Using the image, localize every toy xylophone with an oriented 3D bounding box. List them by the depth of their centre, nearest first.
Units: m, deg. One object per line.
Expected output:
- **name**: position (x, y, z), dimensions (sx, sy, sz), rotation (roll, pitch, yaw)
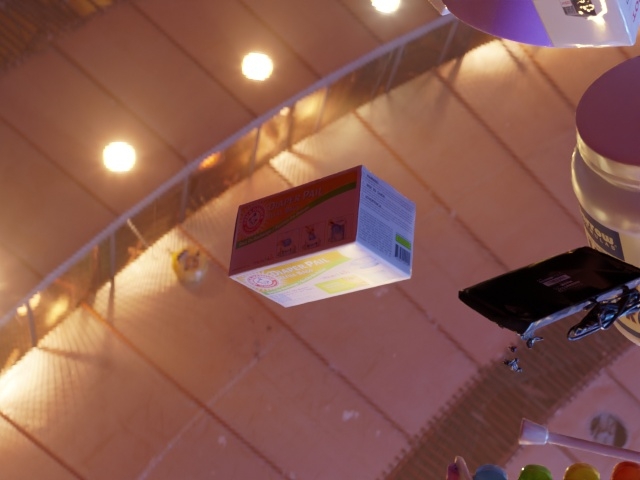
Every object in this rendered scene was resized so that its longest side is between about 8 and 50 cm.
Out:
- **toy xylophone**: position (0.302, 0.311, 1.145), dimensions (0.323, 0.236, 0.081), rotation (15, -157, 5)

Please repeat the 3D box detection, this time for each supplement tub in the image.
- **supplement tub**: position (0.430, -0.039, 1.188), dimensions (0.236, 0.324, 0.235), rotation (-15, -138, 14)

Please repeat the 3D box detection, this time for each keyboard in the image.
- **keyboard**: position (0.209, 0.054, 0.860), dimensions (0.192, 0.038, 0.100), rotation (-16, -148, -40)

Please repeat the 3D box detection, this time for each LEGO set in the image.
- **LEGO set**: position (0.226, 0.106, 1.134), dimensions (0.023, 0.054, 0.083), rotation (20, -117, 48)

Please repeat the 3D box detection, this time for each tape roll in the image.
- **tape roll**: position (0.329, -0.397, 1.556), dimensions (0.275, 0.090, 0.274), rotation (6, -143, -4)

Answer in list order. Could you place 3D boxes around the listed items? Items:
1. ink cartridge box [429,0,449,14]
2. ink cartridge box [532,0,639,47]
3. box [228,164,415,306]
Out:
- **ink cartridge box**: position (0.345, -0.539, 1.759), dimensions (0.296, 0.261, 0.066), rotation (-25, -112, -32)
- **ink cartridge box**: position (0.321, -0.391, 1.223), dimensions (0.114, 0.273, 0.196), rotation (7, -112, 32)
- **box**: position (0.000, 0.000, 1.234), dimensions (0.114, 0.203, 0.103), rotation (32, -126, -41)
